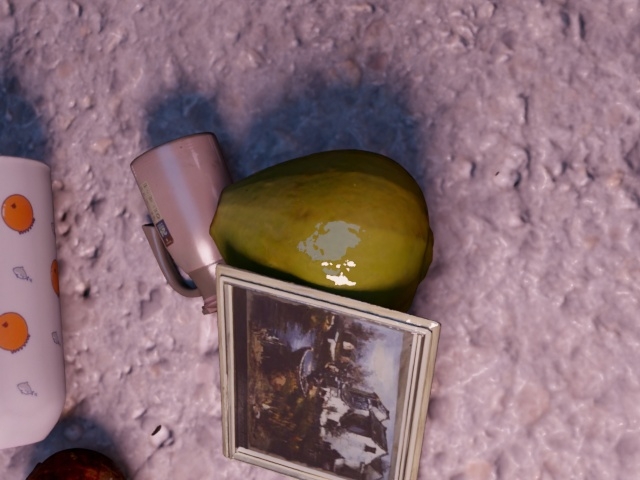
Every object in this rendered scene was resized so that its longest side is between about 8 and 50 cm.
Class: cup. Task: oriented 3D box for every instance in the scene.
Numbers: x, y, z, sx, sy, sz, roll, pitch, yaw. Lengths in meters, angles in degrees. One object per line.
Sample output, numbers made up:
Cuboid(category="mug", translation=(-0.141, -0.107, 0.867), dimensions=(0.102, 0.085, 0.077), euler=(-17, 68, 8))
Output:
Cuboid(category="cup", translation=(-0.404, 0.078, 1.130), dimensions=(0.212, 0.212, 0.317), euler=(-7, 84, 12))

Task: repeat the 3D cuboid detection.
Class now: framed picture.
Cuboid(category="framed picture", translation=(-0.003, 0.167, 1.031), dimensions=(0.232, 0.019, 0.296), euler=(13, 130, 14))

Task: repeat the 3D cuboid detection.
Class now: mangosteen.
Cuboid(category="mangosteen", translation=(-0.258, 0.315, 1.123), dimensions=(0.181, 0.156, 0.146), euler=(18, 61, -14))

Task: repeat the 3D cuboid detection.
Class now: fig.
Cuboid(category="fig", translation=(0.004, 0.009, 1.045), dimensions=(0.230, 0.207, 0.207), euler=(-14, 82, 3))

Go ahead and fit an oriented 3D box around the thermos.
Cuboid(category="thermos", translation=(-0.146, -0.011, 1.147), dimensions=(0.137, 0.105, 0.193), euler=(-24, 87, 35))
